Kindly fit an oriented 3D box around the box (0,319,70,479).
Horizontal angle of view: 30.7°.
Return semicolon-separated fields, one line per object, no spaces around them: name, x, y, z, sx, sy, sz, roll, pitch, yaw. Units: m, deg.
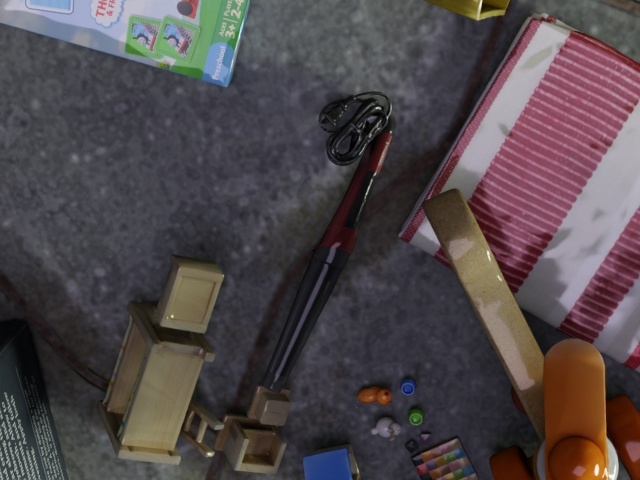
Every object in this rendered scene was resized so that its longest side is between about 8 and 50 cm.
box;-0.396;0.242;0.925;0.293;0.395;0.212;-10;104;5

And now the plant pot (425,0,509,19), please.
plant pot;0.067;-0.295;0.876;0.187;0.212;0.212;16;105;10

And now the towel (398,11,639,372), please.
towel;0.266;-0.022;1.021;0.329;0.037;0.237;29;106;-4

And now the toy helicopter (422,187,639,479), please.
toy helicopter;0.174;0.122;0.958;0.140;0.235;0.355;-27;102;9

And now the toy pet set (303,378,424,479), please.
toy pet set;0.044;0.204;1.066;0.114;0.065;0.122;-13;104;11

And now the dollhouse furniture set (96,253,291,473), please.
dollhouse furniture set;-0.094;0.101;1.053;0.160;0.101;0.182;13;106;-27

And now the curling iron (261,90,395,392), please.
curling iron;0.000;0.000;1.010;0.068;0.035;0.274;17;94;-13

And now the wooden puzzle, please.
wooden puzzle;0.117;0.215;1.102;0.049;0.006;0.083;-25;102;8

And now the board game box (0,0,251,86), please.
board game box;-0.159;-0.234;0.976;0.211;0.039;0.160;16;105;-1
